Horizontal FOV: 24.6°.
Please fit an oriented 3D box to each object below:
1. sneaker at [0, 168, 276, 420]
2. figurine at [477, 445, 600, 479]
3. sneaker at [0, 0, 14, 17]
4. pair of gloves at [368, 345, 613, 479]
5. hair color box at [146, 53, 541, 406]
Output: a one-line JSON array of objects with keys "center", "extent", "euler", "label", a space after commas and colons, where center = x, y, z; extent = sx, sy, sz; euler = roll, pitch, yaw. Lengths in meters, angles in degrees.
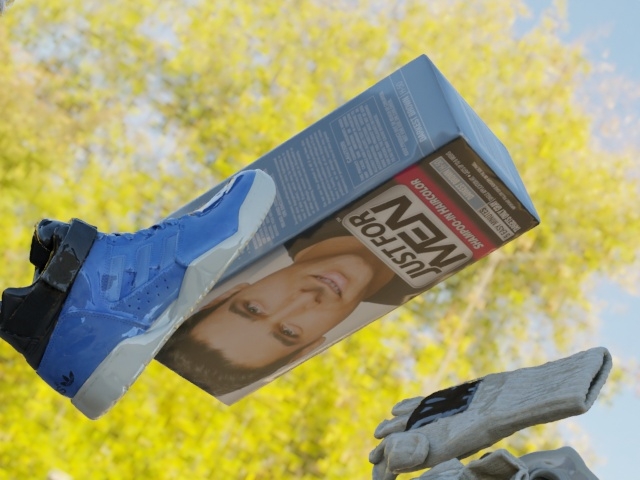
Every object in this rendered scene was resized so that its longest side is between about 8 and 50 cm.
[{"center": [-0.092, 0.004, 0.707], "extent": [0.084, 0.152, 0.058], "euler": [40, -21, -5], "label": "sneaker"}, {"center": [0.158, 0.280, 1.084], "extent": [0.215, 0.092, 0.209], "euler": [53, -42, 20], "label": "figurine"}, {"center": [-0.300, -0.240, 1.300], "extent": [0.105, 0.115, 0.281], "euler": [45, -8, -24], "label": "sneaker"}, {"center": [0.077, 0.155, 0.999], "extent": [0.204, 0.240, 0.042], "euler": [-26, -78, 43], "label": "pair of gloves"}, {"center": [0.000, 0.000, 1.412], "extent": [0.185, 0.374, 0.114], "euler": [40, 24, -49], "label": "hair color box"}]
